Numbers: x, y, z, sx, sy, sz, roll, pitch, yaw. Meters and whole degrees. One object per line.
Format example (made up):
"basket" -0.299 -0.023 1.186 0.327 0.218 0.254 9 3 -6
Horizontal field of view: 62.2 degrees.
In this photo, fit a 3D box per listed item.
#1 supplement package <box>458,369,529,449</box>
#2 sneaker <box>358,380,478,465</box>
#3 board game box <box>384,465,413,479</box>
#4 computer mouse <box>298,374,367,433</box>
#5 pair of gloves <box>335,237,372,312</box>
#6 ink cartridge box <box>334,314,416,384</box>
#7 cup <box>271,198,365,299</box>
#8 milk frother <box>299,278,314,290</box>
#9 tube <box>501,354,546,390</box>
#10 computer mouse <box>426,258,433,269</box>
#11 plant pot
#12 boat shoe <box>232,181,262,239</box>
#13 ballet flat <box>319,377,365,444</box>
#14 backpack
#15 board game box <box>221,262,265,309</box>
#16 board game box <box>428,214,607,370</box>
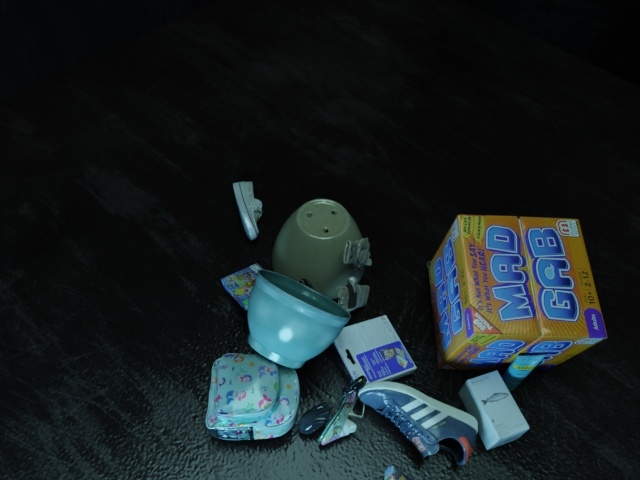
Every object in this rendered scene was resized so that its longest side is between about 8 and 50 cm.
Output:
"supplement package" 0.494 0.487 1.528 0.105 0.105 0.179 -14 55 -14
"sneaker" 0.262 0.509 1.464 0.350 0.131 0.148 20 53 3
"board game box" 0.211 0.688 1.347 0.194 0.060 0.194 -34 74 -33
"computer mouse" 0.029 0.455 1.491 0.242 0.071 0.041 -40 100 -2
"pair of gloves" 0.105 0.110 1.675 0.042 0.240 0.204 10 9 28
"ink cartridge box" 0.155 0.342 1.627 0.208 0.045 0.206 -12 51 -22
"cup" 0.000 0.000 1.772 0.331 0.237 0.331 2 54 -3
"milk frother" -0.100 0.191 1.677 0.129 0.143 0.135 28 53 7
"tube" 0.582 0.378 1.553 0.080 0.207 0.052 -5 54 -7
"computer mouse" 0.527 0.059 1.872 0.272 0.072 0.188 -37 63 -27
"plant pot" -0.088 0.234 1.500 0.293 0.293 0.196 28 92 15
"boat shoe" -0.252 -0.116 1.932 0.088 0.096 0.267 -14 47 -9
"ballet flat" 0.079 0.494 1.513 0.079 0.077 0.221 27 52 11
"backpack" -0.182 0.429 1.476 0.253 0.191 0.225 6 52 -7
"board game box" -0.223 0.144 1.709 0.136 0.035 0.201 -24 27 -20
"board game box" 0.552 0.168 1.583 0.356 0.356 0.356 2 62 -3
